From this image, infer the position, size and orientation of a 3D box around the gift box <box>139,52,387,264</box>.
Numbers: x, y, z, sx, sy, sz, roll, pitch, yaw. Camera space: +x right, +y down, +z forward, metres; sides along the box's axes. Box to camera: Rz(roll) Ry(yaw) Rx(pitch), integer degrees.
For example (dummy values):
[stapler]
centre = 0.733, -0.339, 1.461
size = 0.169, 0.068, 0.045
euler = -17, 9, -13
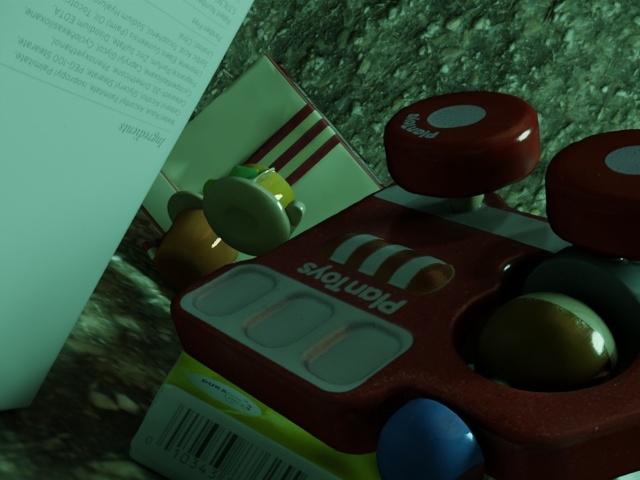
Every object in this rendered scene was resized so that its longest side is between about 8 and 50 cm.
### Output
[gift box]
centre = -0.059, -0.029, 0.991
size = 0.276, 0.258, 0.255
euler = 52, 8, 10

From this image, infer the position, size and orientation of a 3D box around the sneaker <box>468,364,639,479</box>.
[sneaker]
centre = 0.125, 0.127, 0.580
size = 0.123, 0.106, 0.290
euler = -5, 28, -42

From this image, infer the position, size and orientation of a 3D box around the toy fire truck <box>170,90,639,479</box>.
[toy fire truck]
centre = 0.088, 0.045, 0.480
size = 0.302, 0.254, 0.169
euler = 24, -45, 44

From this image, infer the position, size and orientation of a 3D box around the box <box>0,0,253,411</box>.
[box]
centre = -0.200, -0.105, 0.435
size = 0.215, 0.345, 0.168
euler = 32, 7, 21

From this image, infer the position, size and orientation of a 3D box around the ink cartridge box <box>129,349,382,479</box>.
[ink cartridge box]
centre = 0.030, 0.147, 0.656
size = 0.303, 0.072, 0.307
euler = 29, 16, -5

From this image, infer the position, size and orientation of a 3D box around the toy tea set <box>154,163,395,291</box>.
[toy tea set]
centre = 0.000, 0.000, 0.782
size = 0.336, 0.200, 0.124
euler = 20, 46, 14
